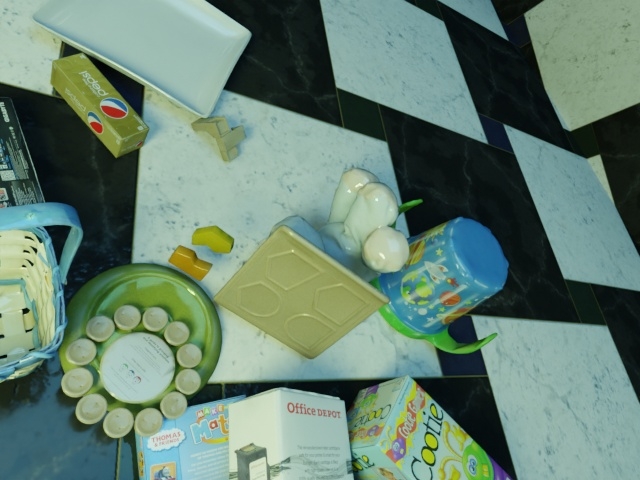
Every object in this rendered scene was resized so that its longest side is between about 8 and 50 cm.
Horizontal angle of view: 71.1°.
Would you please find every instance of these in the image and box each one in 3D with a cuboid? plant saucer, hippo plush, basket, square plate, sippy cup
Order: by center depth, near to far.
[{"bbox_3d":[-0.400,0.059,0.458,0.255,0.289,0.201,-8,68,-39],"label":"basket"},{"bbox_3d":[-0.259,0.138,0.681,0.241,0.037,0.240,17,56,-27],"label":"plant saucer"},{"bbox_3d":[0.000,0.000,0.842,0.237,0.294,0.234,-9,66,-13],"label":"hippo plush"},{"bbox_3d":[-0.350,-0.444,0.957,0.347,0.049,0.343,27,52,-19],"label":"square plate"},{"bbox_3d":[0.260,0.069,0.958,0.306,0.224,0.240,37,48,-10],"label":"sippy cup"}]

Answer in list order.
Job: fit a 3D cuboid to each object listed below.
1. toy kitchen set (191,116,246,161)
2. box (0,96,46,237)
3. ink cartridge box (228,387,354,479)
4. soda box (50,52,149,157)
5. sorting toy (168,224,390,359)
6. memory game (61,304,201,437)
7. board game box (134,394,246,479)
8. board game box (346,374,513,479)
[{"bbox_3d":[-0.207,-0.219,0.935,0.068,0.075,0.083,-47,134,-39],"label":"toy kitchen set"},{"bbox_3d":[-0.515,-0.104,0.637,0.175,0.051,0.220,-15,73,-40],"label":"box"},{"bbox_3d":[-0.035,0.345,0.631,0.172,0.100,0.237,32,43,-48],"label":"ink cartridge box"},{"bbox_3d":[-0.394,-0.241,0.799,0.181,0.058,0.061,48,48,-1],"label":"soda box"},{"bbox_3d":[-0.072,0.065,0.720,0.307,0.229,0.041,36,37,-16],"label":"sorting toy"},{"bbox_3d":[-0.256,0.177,0.625,0.186,0.012,0.186,17,54,-25],"label":"memory game"},{"bbox_3d":[-0.164,0.340,0.625,0.160,0.039,0.211,1,65,-35],"label":"board game box"},{"bbox_3d":[0.174,0.387,0.762,0.275,0.144,0.142,45,47,-5],"label":"board game box"}]
